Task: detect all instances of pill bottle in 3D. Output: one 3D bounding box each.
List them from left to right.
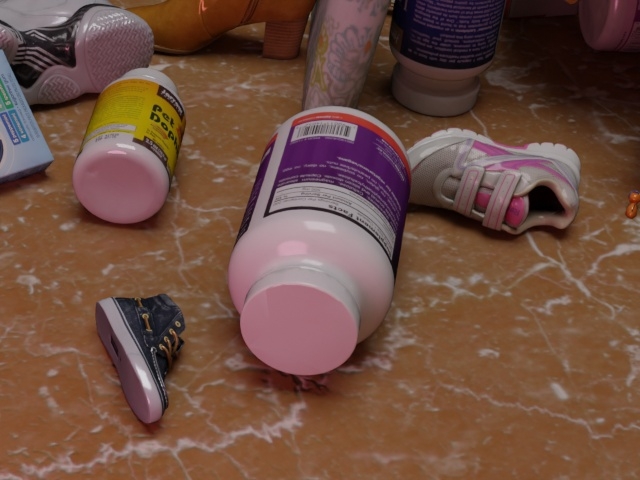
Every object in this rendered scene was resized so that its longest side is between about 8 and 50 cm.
[{"bbox_3d":[-0.230,-0.124,1.855,0.117,0.117,0.215,7,37,-1],"label":"pill bottle"},{"bbox_3d":[0.000,0.000,1.681,0.182,0.181,0.323,10,37,3],"label":"pill bottle"},{"bbox_3d":[0.176,-0.313,2.066,0.153,0.264,0.153,5,35,-4],"label":"pill bottle"},{"bbox_3d":[0.560,-0.366,2.291,0.302,0.169,0.169,1,37,-10],"label":"pill bottle"}]

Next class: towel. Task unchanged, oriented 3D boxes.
[{"bbox_3d":[0.051,-0.359,2.058,0.090,0.320,0.374,11,36,-5],"label":"towel"}]

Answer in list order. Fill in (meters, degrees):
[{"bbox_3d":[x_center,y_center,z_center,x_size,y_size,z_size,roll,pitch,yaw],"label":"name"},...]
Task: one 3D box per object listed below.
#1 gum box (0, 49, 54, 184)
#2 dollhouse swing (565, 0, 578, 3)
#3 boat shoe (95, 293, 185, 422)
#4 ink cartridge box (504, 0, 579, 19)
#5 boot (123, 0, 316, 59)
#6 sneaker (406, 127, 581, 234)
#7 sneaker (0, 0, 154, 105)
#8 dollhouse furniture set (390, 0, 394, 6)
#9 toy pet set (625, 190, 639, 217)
[{"bbox_3d":[-0.439,-0.134,1.824,0.184,0.041,0.157,-23,84,-35],"label":"gum box"},{"bbox_3d":[0.440,-0.455,2.162,0.347,0.305,0.315,-33,62,-11],"label":"dollhouse swing"},{"bbox_3d":[-0.174,0.116,1.587,0.083,0.065,0.183,-10,39,-21],"label":"boat shoe"},{"bbox_3d":[0.323,-0.429,2.411,0.127,0.072,0.175,-8,40,-19],"label":"ink cartridge box"},{"bbox_3d":[-0.150,-0.371,2.124,0.295,0.211,0.104,5,36,-3],"label":"boot"},{"bbox_3d":[0.215,-0.069,1.880,0.252,0.103,0.111,1,35,-9],"label":"sneaker"},{"bbox_3d":[-0.424,-0.273,2.011,0.366,0.137,0.210,-13,39,-32],"label":"sneaker"},{"bbox_3d":[0.104,-0.402,2.337,0.081,0.091,0.114,17,31,-13],"label":"dollhouse furniture set"},{"bbox_3d":[0.455,-0.041,1.920,0.122,0.065,0.114,14,37,9],"label":"toy pet set"}]
